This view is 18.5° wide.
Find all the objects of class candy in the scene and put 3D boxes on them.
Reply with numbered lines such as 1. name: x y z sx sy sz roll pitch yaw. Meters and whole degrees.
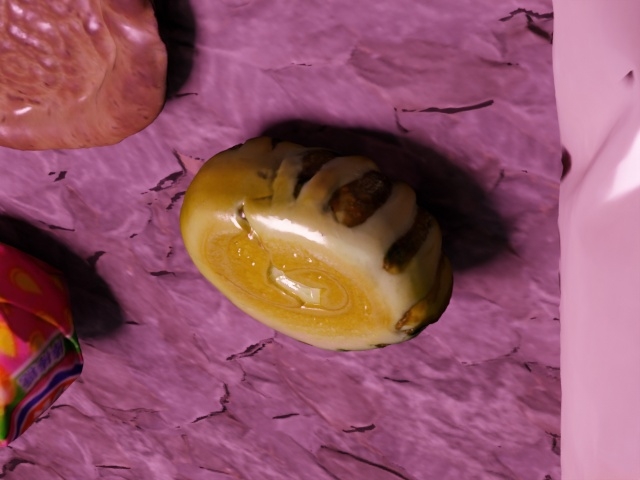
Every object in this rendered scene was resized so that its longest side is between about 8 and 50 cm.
1. candy: -0.272 -0.036 1.138 0.124 0.124 0.365 -15 119 47

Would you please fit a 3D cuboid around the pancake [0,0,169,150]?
1. pancake: -0.187 -0.130 0.992 0.250 0.031 0.250 19 146 13

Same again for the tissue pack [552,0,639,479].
1. tissue pack: 0.222 -0.050 0.451 0.390 0.375 0.195 -4 179 24

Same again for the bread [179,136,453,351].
1. bread: 0.000 0.000 0.991 0.139 0.071 0.130 -6 130 44
